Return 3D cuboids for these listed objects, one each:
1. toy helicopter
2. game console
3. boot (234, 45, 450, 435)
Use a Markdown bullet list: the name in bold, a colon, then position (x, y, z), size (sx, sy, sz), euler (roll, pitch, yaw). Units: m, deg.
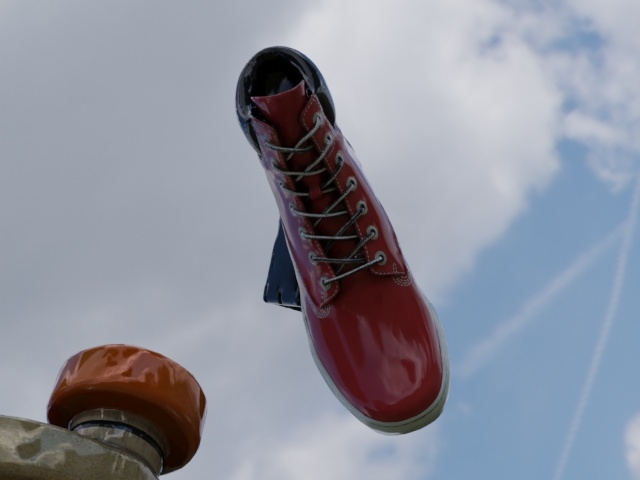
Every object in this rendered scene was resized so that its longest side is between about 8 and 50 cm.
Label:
- **toy helicopter**: position (-0.240, 0.150, 0.801), size (0.355, 0.140, 0.235), euler (14, -42, -3)
- **game console**: position (0.000, 0.000, 1.262), size (0.071, 0.107, 0.122), euler (13, -96, -27)
- **boot**: position (0.007, -0.004, 0.960), size (0.088, 0.244, 0.176), euler (-22, -34, 2)
